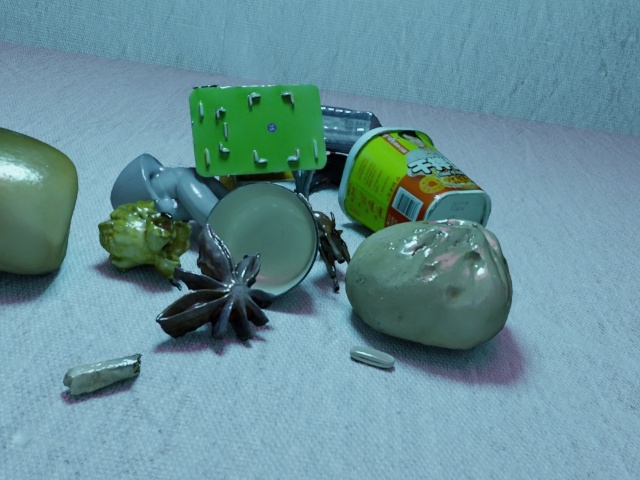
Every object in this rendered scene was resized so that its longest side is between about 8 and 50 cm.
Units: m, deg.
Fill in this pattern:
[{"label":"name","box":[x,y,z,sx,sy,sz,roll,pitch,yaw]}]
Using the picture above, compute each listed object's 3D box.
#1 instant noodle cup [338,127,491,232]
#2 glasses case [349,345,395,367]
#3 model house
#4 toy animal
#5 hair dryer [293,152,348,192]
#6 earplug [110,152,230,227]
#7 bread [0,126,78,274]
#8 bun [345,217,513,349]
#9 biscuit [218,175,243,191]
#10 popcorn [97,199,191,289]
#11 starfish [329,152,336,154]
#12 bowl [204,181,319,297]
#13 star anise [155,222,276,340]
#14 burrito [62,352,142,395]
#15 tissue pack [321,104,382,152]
[{"label":"instant noodle cup","box":[0.235,-0.096,2.136,0.293,0.294,0.308,-5,32,-32]},{"label":"glasses case","box":[0.093,0.209,1.584,0.083,0.021,0.032,15,23,17]},{"label":"model house","box":[-0.164,-0.175,2.112,0.300,0.340,0.323,-5,-4,-13]},{"label":"toy animal","box":[0.018,-0.007,1.913,0.087,0.243,0.260,-21,55,-4]},{"label":"hair dryer","box":[0.025,-0.160,2.460,0.235,0.091,0.271,18,35,38]},{"label":"earplug","box":[-0.314,-0.082,2.005,0.325,0.175,0.214,17,17,-6]},{"label":"bread","box":[-0.662,-0.095,1.689,0.376,0.253,0.348,12,18,-14]},{"label":"bun","box":[0.211,0.067,1.720,0.326,0.235,0.362,1,15,-5]},{"label":"biscuit","box":[-0.233,-0.193,2.402,0.054,0.094,0.379,2,20,0]},{"label":"popcorn","box":[-0.345,0.000,1.801,0.195,0.174,0.168,9,-3,27]},{"label":"starfish","box":[0.123,-0.221,2.661,0.238,0.071,0.216,28,21,20]},{"label":"bowl","box":[-0.110,0.002,1.788,0.237,0.238,0.126,12,0,10]},{"label":"star anise","box":[-0.183,0.094,1.621,0.198,0.110,0.258,29,44,-17]},{"label":"burrito","box":[-0.335,0.209,1.388,0.149,0.041,0.055,-12,15,-43]},{"label":"tissue pack","box":[-0.031,-0.326,2.532,0.394,0.124,0.288,9,1,9]}]
